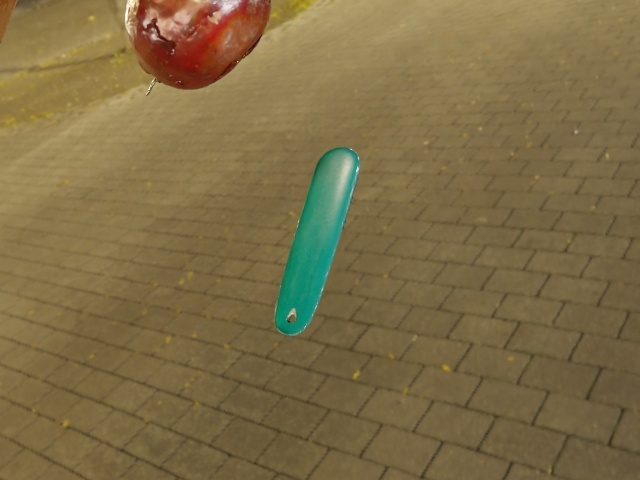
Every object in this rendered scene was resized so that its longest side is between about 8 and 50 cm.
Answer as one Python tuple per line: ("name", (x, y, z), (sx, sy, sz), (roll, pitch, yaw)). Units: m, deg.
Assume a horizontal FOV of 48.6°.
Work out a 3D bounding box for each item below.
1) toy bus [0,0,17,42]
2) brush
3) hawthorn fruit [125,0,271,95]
("toy bus", (-0.229, -0.109, 0.324), (0.093, 0.092, 0.409), (-60, 18, 20))
("brush", (0.000, 0.000, 0.634), (0.043, 0.032, 0.194), (5, 62, 21))
("hawthorn fruit", (-0.168, -0.274, 0.922), (0.235, 0.181, 0.181), (-57, 10, 29))
